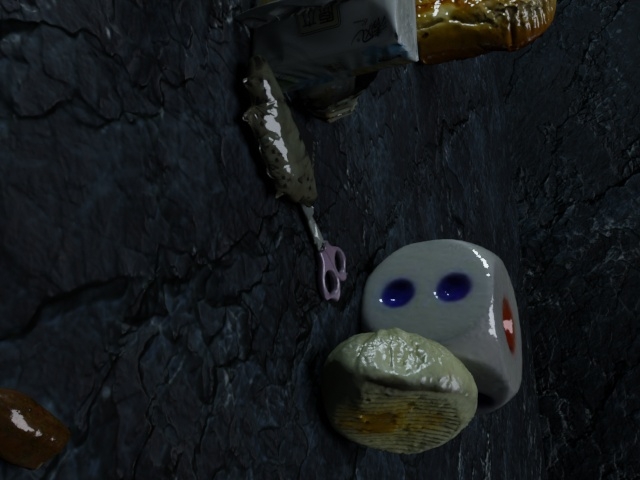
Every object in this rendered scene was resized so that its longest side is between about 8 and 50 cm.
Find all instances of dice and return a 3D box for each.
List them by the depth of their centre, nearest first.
[{"bbox_3d":[0.236,0.171,1.193,0.259,0.251,0.243,55,36,-43],"label":"dice"}]

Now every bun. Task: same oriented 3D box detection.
[{"bbox_3d":[0.126,0.227,0.991,0.153,0.244,0.243,-85,153,-43],"label":"bun"}]

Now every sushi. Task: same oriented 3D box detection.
[{"bbox_3d":[0.022,-0.327,1.064,0.109,0.134,0.272,62,16,-60],"label":"sushi"}]

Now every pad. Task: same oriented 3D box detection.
[{"bbox_3d":[-0.033,-0.118,1.005,0.112,0.003,0.157,34,54,-57],"label":"pad"}]

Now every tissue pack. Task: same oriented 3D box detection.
[{"bbox_3d":[0.008,-0.324,0.884,0.145,0.230,0.159,20,68,-61],"label":"tissue pack"}]

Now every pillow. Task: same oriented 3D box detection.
[{"bbox_3d":[-0.065,-0.142,0.898,0.093,0.051,0.241,-48,126,-42],"label":"pillow"}]

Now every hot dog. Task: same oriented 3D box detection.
[{"bbox_3d":[0.446,-0.630,1.676,0.196,0.366,0.367,60,35,-41],"label":"hot dog"}]

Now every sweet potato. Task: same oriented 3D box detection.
[{"bbox_3d":[-0.244,0.137,0.480,0.117,0.049,0.049,57,37,-36],"label":"sweet potato"}]

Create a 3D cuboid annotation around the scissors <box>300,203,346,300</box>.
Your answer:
[{"bbox_3d":[-0.001,0.000,1.018,0.110,0.021,0.212,-64,140,-49],"label":"scissors"}]
